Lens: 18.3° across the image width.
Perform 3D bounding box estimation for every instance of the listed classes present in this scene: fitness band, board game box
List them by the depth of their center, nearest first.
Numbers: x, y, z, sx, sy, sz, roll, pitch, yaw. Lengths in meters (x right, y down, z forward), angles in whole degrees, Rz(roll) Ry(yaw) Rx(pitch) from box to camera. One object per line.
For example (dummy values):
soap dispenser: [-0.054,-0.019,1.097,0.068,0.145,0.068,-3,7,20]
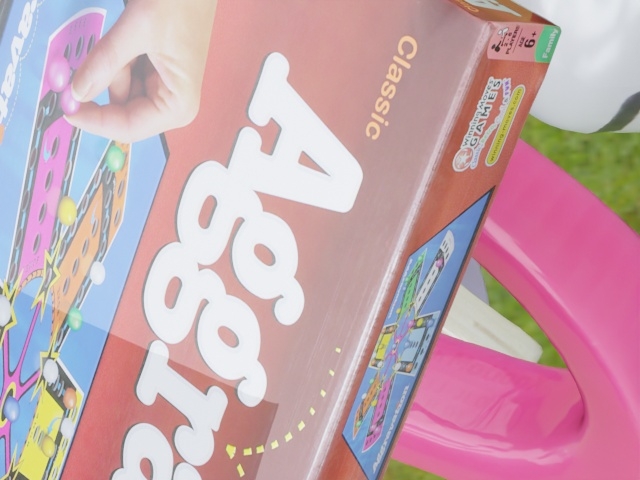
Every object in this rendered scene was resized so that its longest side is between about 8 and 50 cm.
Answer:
board game box: [-0.054,0.050,0.461,0.145,0.027,0.281,35,114,35]
fitness band: [-0.011,-0.010,0.618,0.291,0.054,0.209,19,152,40]

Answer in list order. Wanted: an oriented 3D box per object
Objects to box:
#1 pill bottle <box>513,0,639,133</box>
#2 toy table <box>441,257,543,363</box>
pill bottle: [0.151,-0.121,0.762,0.162,0.278,0.162,178,90,-79]
toy table: [0.000,0.000,1.118,0.252,0.274,0.161,-67,14,-8]
